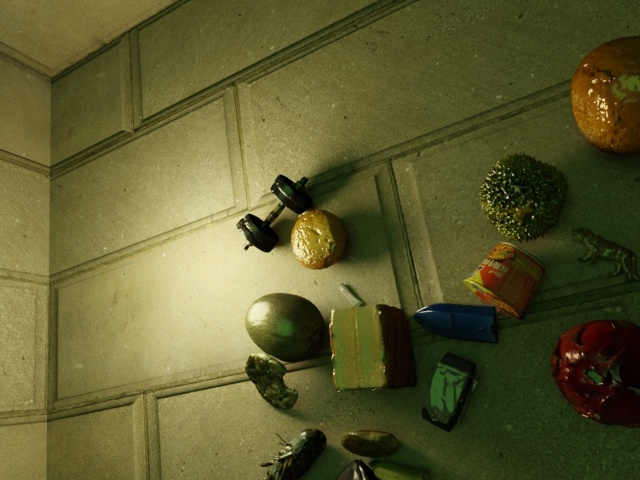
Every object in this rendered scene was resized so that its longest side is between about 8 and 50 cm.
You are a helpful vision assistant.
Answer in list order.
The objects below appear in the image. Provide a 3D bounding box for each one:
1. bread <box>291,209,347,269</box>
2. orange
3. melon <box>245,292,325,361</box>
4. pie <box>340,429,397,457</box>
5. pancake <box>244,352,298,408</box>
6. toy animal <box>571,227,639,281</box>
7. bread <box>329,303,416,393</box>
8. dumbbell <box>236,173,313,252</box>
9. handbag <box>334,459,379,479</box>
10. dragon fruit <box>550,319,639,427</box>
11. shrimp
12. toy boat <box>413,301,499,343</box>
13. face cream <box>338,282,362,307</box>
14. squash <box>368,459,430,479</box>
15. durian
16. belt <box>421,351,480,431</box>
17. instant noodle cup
[{"bbox_3d":[-0.001,0.001,1.992,0.240,0.139,0.240,-7,75,27],"label":"bread"},{"bbox_3d":[0.903,-0.421,1.498,0.293,0.340,0.340,-21,68,10],"label":"orange"},{"bbox_3d":[-0.133,0.315,1.925,0.329,0.248,0.248,18,87,36],"label":"melon"},{"bbox_3d":[0.163,0.671,1.733,0.193,0.163,0.079,-7,55,21],"label":"pie"},{"bbox_3d":[-0.188,0.526,1.958,0.253,0.037,0.253,21,128,31],"label":"pancake"},{"bbox_3d":[0.861,0.042,1.561,0.241,0.057,0.099,30,93,31],"label":"toy animal"},{"bbox_3d":[0.175,0.361,1.729,0.207,0.279,0.279,-14,74,26],"label":"bread"},{"bbox_3d":[-0.185,-0.107,2.094,0.388,0.185,0.185,-48,61,10],"label":"dumbbell"},{"bbox_3d":[0.109,0.919,1.708,0.178,0.275,0.302,38,98,-15],"label":"handbag"},{"bbox_3d":[0.781,0.354,1.410,0.295,0.302,0.295,1,92,46],"label":"dragon fruit"},{"bbox_3d":[-0.131,0.799,1.885,0.372,0.137,0.172,-38,26,7],"label":"shrimp"},{"bbox_3d":[0.441,0.263,1.717,0.295,0.088,0.129,0,107,37],"label":"toy boat"},{"bbox_3d":[0.110,0.207,1.950,0.038,0.020,0.115,-47,64,10],"label":"face cream"},{"bbox_3d":[0.249,0.772,1.711,0.224,0.094,0.094,5,80,38],"label":"squash"},{"bbox_3d":[0.637,-0.143,1.631,0.291,0.224,0.291,-4,80,23],"label":"durian"},{"bbox_3d":[0.416,0.483,1.646,0.126,0.139,0.230,21,86,32],"label":"belt"},{"bbox_3d":[0.584,0.118,1.620,0.213,0.213,0.174,35,87,30],"label":"instant noodle cup"}]
